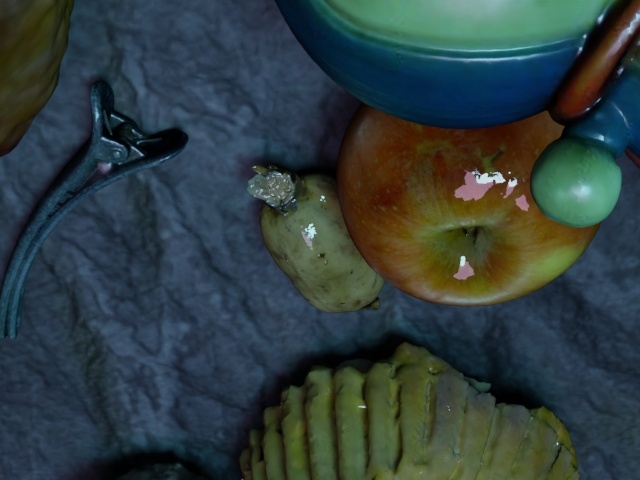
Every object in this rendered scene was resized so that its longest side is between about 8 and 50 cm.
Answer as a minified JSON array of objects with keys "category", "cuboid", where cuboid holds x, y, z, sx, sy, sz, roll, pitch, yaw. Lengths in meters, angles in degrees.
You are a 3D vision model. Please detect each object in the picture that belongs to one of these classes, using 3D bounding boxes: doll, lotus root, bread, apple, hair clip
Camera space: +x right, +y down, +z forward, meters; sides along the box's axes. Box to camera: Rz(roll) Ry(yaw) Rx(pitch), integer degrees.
[{"category":"doll","cuboid":[0.101,-0.131,0.495,0.322,0.186,0.198,36,81,15]},{"category":"lotus root","cuboid":[0.000,0.000,0.708,0.072,0.063,0.152,-22,125,26]},{"category":"bread","cuboid":[0.069,0.214,0.799,0.274,0.149,0.274,0,128,-1]},{"category":"apple","cuboid":[0.093,-0.042,0.639,0.163,0.139,0.163,5,137,5]},{"category":"hair clip","cuboid":[-0.181,-0.011,0.721,0.070,0.039,0.229,32,123,-19]}]

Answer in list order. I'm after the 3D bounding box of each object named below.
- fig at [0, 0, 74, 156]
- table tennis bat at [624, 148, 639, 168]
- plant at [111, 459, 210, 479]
[{"category":"fig","cuboid":[-0.297,-0.179,0.516,0.286,0.286,0.368,-40,79,23]},{"category":"table tennis bat","cuboid":[0.261,-0.077,0.533,0.268,0.051,0.414,-15,104,51]},{"category":"plant","cuboid":[-0.137,0.313,0.869,0.146,0.149,0.274,-10,134,-25]}]
